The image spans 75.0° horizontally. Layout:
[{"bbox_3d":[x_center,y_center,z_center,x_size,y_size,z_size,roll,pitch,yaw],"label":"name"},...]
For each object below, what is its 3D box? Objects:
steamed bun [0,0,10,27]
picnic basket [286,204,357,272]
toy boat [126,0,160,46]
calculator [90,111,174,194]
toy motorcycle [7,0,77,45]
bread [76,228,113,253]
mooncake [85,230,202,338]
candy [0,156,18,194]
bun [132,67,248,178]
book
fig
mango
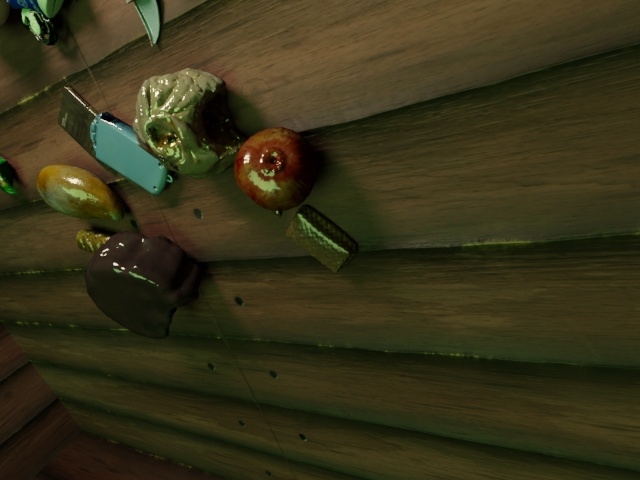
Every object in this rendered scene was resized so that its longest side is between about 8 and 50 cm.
[{"bbox_3d":[-0.971,-0.703,1.136,0.282,0.177,0.283,17,124,27],"label":"steamed bun"},{"bbox_3d":[0.000,0.000,1.099,0.193,0.055,0.110,37,131,3],"label":"picnic basket"},{"bbox_3d":[-0.417,-0.545,1.016,0.096,0.034,0.122,-1,127,31],"label":"toy boat"},{"bbox_3d":[-0.563,-0.258,1.251,0.292,0.051,0.173,33,128,1],"label":"calculator"},{"bbox_3d":[-0.728,-0.673,1.058,0.196,0.125,0.331,46,135,-4],"label":"toy motorcycle"},{"bbox_3d":[-0.806,0.018,1.561,0.269,0.098,0.087,13,83,24],"label":"bread"},{"bbox_3d":[-0.591,0.140,1.403,0.381,0.212,0.350,-30,124,35],"label":"mooncake"},{"bbox_3d":[-1.278,-0.274,1.661,0.203,0.078,0.142,30,120,26],"label":"candy"},{"bbox_3d":[-0.332,-0.271,1.021,0.281,0.205,0.282,16,126,23],"label":"bun"},{"bbox_3d":[-0.734,-0.352,1.323,0.228,0.024,0.160,44,130,-1],"label":"book"},{"bbox_3d":[-0.102,-0.159,0.980,0.205,0.205,0.206,15,126,22],"label":"fig"},{"bbox_3d":[-0.814,-0.154,1.421,0.315,0.146,0.193,23,136,8],"label":"mango"}]
